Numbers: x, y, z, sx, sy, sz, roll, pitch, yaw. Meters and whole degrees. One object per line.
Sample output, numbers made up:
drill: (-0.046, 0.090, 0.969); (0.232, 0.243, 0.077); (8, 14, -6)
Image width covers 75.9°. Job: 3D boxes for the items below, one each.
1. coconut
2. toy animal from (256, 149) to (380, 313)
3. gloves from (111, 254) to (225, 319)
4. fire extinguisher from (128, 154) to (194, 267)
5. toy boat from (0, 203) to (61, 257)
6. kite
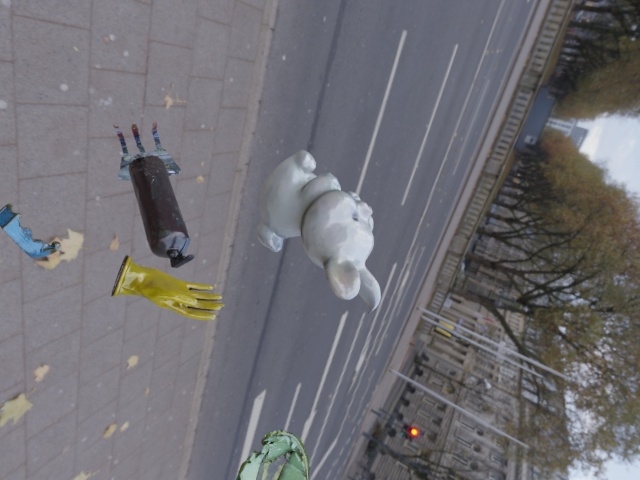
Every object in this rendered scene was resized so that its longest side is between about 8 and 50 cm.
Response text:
coconut: (-0.071, 0.367, 0.600); (0.158, 0.133, 0.055); (-51, -161, -26)
toy animal: (0.005, -0.010, 0.920); (0.241, 0.368, 0.196); (-50, 147, 11)
gloves: (-0.410, 0.139, 1.148); (0.116, 0.294, 0.133); (-54, -154, 37)
fire extinguisher: (-0.292, -0.053, 0.762); (0.072, 0.268, 0.089); (12, 131, -49)
toy boat: (-0.757, -0.017, 1.074); (0.077, 0.075, 0.186); (-42, 151, -27)
kite: (-0.380, -0.183, 0.885); (0.141, 0.015, 0.245); (-14, 166, -18)
